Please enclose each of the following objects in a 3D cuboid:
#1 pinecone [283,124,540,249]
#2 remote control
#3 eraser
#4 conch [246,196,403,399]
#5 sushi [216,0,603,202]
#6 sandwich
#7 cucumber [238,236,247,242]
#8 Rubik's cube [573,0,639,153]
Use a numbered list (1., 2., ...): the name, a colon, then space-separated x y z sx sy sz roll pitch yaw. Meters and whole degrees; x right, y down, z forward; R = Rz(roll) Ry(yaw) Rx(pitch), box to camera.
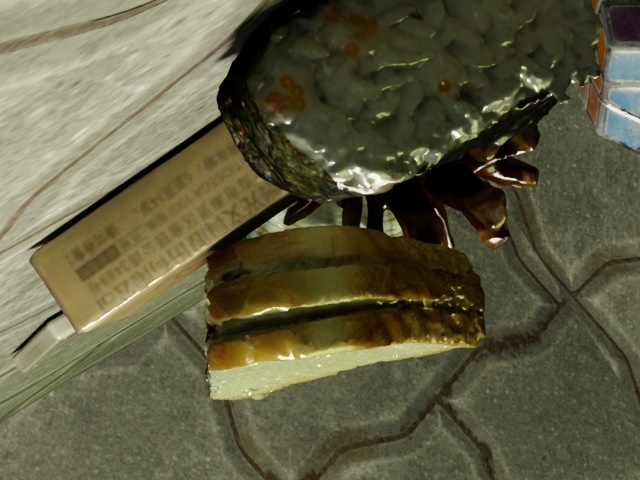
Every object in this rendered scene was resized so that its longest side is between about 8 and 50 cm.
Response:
1. pinecone: 0.086 -0.072 1.533 0.229 0.201 0.202 -52 -170 -15
2. remote control: -0.303 0.108 2.072 0.087 0.029 0.190 -32 178 -27
3. eraser: -0.054 -0.055 1.367 0.343 0.078 0.144 -34 179 12
4. conch: -0.009 -0.011 1.883 0.203 0.169 0.386 -24 157 -51
5. sushi: 0.052 -0.105 1.068 0.225 0.136 0.126 -26 174 -9
6. sandwich: -0.040 0.065 1.441 0.288 0.099 0.254 -16 169 39
7. cucumber: -0.064 -0.026 2.172 0.115 0.062 0.116 -36 169 33
8. Rubik's cube: 0.383 -0.214 1.717 0.319 0.319 0.264 -35 -156 49
